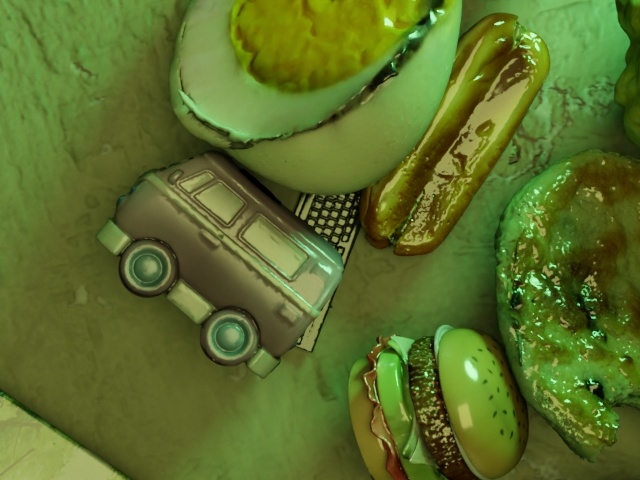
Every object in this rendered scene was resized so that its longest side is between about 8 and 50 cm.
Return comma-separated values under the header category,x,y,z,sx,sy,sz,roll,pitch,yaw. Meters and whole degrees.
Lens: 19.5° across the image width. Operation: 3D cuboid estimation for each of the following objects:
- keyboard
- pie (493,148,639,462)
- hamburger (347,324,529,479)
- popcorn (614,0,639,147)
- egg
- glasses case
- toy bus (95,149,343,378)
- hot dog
category,x,y,z,sx,sy,sz,roll,pitch,yaw
keyboard,0.000,0.000,1.741,0.067,0.011,0.202,21,89,-6
pie,0.279,0.059,1.702,0.302,0.067,0.302,8,71,-25
hamburger,0.114,0.152,1.671,0.137,0.175,0.175,-22,94,22
popcorn,0.360,-0.166,1.673,0.195,0.256,0.255,12,134,25
egg,0.018,-0.167,1.658,0.264,0.174,0.286,6,66,34
glasses case,-0.212,0.245,1.698,0.272,0.062,0.095,36,81,-6
toy bus,-0.088,0.013,1.664,0.202,0.142,0.142,40,94,-2
hot dog,0.119,-0.098,1.725,0.100,0.068,0.249,34,90,-17
